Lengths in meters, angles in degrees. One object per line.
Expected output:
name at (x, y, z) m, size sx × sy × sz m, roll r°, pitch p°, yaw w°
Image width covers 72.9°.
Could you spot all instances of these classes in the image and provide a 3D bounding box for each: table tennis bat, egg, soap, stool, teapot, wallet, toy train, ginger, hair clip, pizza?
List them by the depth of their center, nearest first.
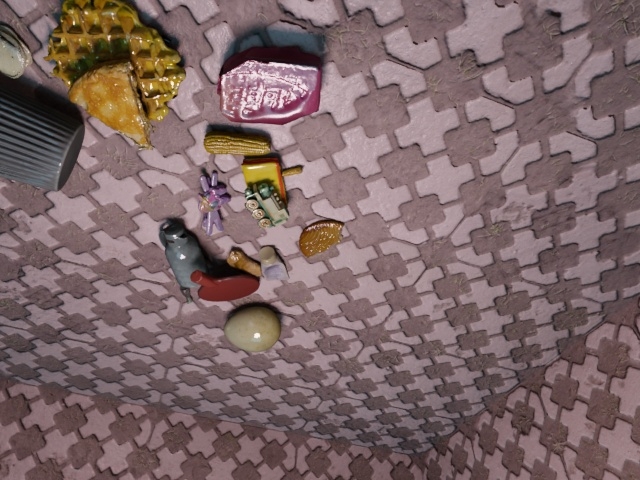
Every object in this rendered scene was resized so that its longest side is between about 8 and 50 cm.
soap at (-0.159, -0.471, 1.323) m, size 0.325 × 0.127 × 0.220 m, roll 6°, pitch 131°, yaw -1°
pizza at (-0.613, -0.398, 1.333) m, size 0.280 × 0.075 × 0.287 m, roll -6°, pitch 134°, yaw 22°
stool at (-0.974, -0.332, 1.391) m, size 0.330 × 0.297 × 0.297 m, roll 21°, pitch 131°, yaw -23°
toy train at (-0.201, -0.130, 1.601) m, size 0.125 × 0.080 × 0.194 m, roll -25°, pitch 133°, yaw 4°
wallet at (-0.203, -0.205, 1.618) m, size 0.141 × 0.067 × 0.241 m, roll -5°, pitch 137°, yaw 1°
hair clip at (-0.413, -0.132, 1.677) m, size 0.137 × 0.090 × 0.278 m, roll -18°, pitch 144°, yaw -29°
table tennis bat at (-0.426, 0.202, 1.894) m, size 0.268 × 0.051 × 0.415 m, roll -21°, pitch 157°, yaw 13°
ginger at (-0.336, 0.106, 1.903) m, size 0.095 × 0.069 × 0.190 m, roll -17°, pitch 134°, yaw 34°
teapot at (-0.642, 0.259, 2.082) m, size 0.043 × 0.042 × 0.110 m, roll 0°, pitch 136°, yaw 2°
egg at (-0.335, 0.431, 2.107) m, size 0.296 × 0.218 × 0.218 m, roll -2°, pitch 133°, yaw 15°

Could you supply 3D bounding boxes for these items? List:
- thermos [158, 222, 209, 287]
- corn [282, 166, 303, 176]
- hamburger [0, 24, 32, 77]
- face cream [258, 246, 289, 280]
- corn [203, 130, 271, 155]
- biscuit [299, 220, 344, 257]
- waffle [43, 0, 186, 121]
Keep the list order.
thermos at (-0.586, 0.052, 1.828) m, size 0.182 × 0.145 × 0.286 m, roll 17°, pitch 136°, yaw 27°
corn at (-0.100, -0.252, 1.587) m, size 0.083 × 0.028 × 0.027 m, roll -12°, pitch 142°, yaw 14°
hamburger at (-0.952, -0.571, 1.308) m, size 0.133 × 0.062 × 0.140 m, roll -20°, pitch 131°, yaw 22°
face cream at (-0.215, 0.117, 1.926) m, size 0.114 × 0.070 × 0.224 m, roll -4°, pitch 145°, yaw 8°
corn at (-0.286, -0.334, 1.489) m, size 0.231 × 0.080 × 0.080 m, roll 1°, pitch 133°, yaw -1°
biscuit at (0.000, 0.001, 1.816) m, size 0.176 × 0.031 × 0.228 m, roll 14°, pitch 131°, yaw -8°
waffle at (-0.623, -0.527, 1.321) m, size 0.382 × 0.095 × 0.380 m, roll 34°, pitch 128°, yaw -23°
